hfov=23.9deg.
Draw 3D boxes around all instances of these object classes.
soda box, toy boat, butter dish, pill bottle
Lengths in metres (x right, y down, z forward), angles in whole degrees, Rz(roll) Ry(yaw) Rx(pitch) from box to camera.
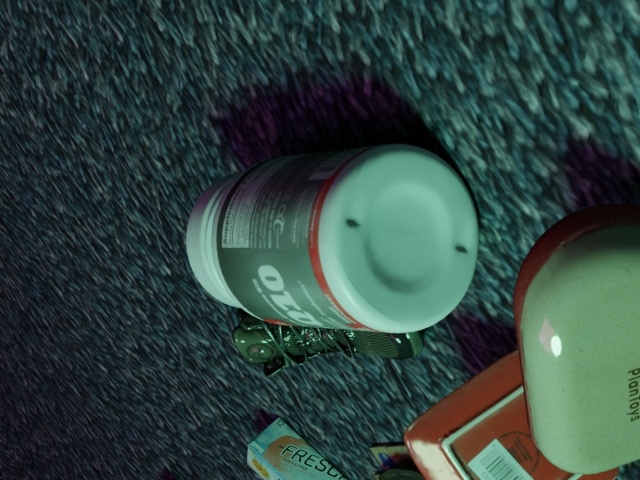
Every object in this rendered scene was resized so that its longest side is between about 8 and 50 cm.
[{"bbox_3d":[-0.011,0.312,1.927,0.183,0.058,0.063,40,152,19],"label":"soda box"},{"bbox_3d":[0.216,0.061,1.184,0.151,0.151,0.231,-114,8,-47],"label":"toy boat"},{"bbox_3d":[0.168,0.187,1.414,0.160,0.160,0.118,56,177,-11],"label":"butter dish"},{"bbox_3d":[0.000,0.000,1.384,0.283,0.161,0.161,-2,123,58],"label":"pill bottle"}]

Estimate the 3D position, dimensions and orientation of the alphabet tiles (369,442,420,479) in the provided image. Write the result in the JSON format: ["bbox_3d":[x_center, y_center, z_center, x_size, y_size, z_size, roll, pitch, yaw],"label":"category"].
[{"bbox_3d":[0.150,0.310,1.726,0.198,0.009,0.237,54,154,-8],"label":"alphabet tiles"}]

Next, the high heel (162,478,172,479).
[{"bbox_3d":[-0.190,0.487,2.449,0.117,0.082,0.244,0,116,23],"label":"high heel"}]

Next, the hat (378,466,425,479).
[{"bbox_3d":[0.130,0.421,1.704,0.331,0.134,0.331,46,158,25],"label":"hat"}]

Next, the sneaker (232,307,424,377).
[{"bbox_3d":[-0.001,0.098,1.554,0.227,0.130,0.087,20,143,43],"label":"sneaker"}]
